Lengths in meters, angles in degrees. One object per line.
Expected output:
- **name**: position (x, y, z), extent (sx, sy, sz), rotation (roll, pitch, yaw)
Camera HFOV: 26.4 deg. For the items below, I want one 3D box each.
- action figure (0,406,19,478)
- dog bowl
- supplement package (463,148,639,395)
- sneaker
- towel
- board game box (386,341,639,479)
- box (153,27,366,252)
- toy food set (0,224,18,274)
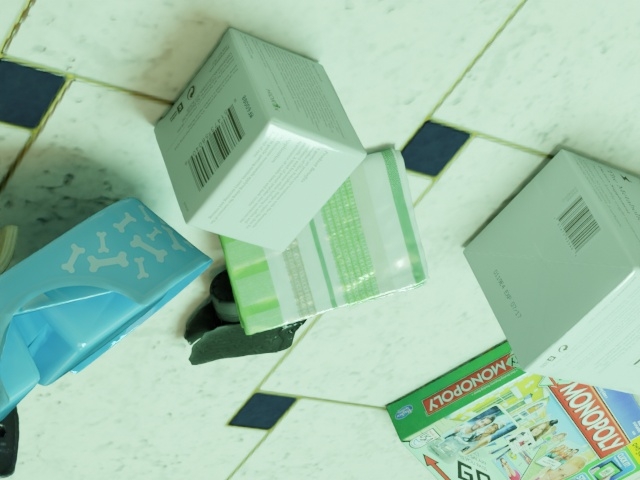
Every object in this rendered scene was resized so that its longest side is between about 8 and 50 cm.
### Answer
- **action figure**: position (-0.354, 0.201, 1.073), extent (0.285, 0.099, 0.185), rotation (-28, 159, 36)
- **dog bowl**: position (-0.206, 0.071, 0.916), extent (0.297, 0.074, 0.166), rotation (-36, 178, -33)
- **supplement package**: position (0.269, 0.038, 1.173), extent (0.244, 0.139, 0.134), rotation (14, 130, -40)
- **sneaker**: position (-0.030, 0.052, 1.111), extent (0.170, 0.051, 0.089), rotation (-13, 141, -6)
- **towel**: position (0.000, 0.000, 1.047), extent (0.152, 0.023, 0.113), rotation (-15, 102, -7)
- **board game box**: position (0.224, 0.200, 1.414), extent (0.214, 0.046, 0.317), rotation (-30, 142, 9)
- **box**: position (-0.042, -0.067, 0.920), extent (0.087, 0.102, 0.101), rotation (17, 126, -37)
- **toy food set**: position (-0.381, 0.021, 0.879), extent (0.306, 0.092, 0.220), rotation (17, 138, -38)
